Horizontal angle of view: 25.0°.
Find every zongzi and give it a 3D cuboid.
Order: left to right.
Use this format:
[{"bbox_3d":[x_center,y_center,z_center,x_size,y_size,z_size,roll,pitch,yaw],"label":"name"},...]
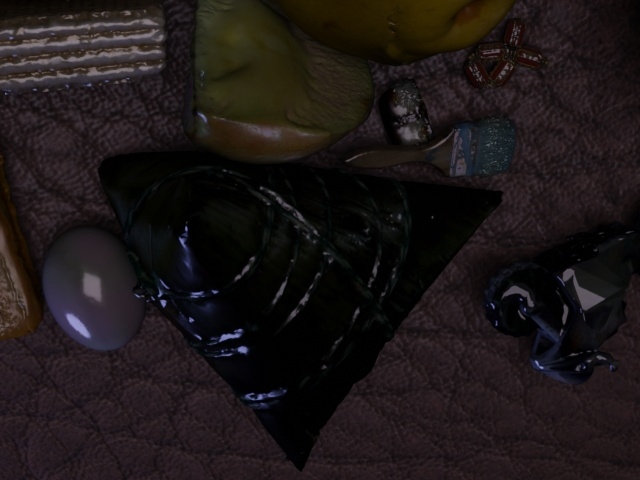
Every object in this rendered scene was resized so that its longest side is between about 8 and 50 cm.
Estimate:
[{"bbox_3d":[0.000,0.000,1.465,0.362,0.319,0.383,-44,119,-5],"label":"zongzi"}]

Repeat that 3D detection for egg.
[{"bbox_3d":[-0.234,0.050,1.497,0.103,0.103,0.135,-20,104,-1],"label":"egg"}]

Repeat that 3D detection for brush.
[{"bbox_3d":[0.112,-0.092,1.518,0.196,0.021,0.070,-5,123,-16],"label":"brush"}]

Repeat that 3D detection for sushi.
[{"bbox_3d":[0.090,-0.127,1.524,0.046,0.044,0.083,-21,102,-3],"label":"sushi"}]

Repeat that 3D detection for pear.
[{"bbox_3d":[0.058,-0.334,1.395,0.285,0.336,0.285,-12,145,-9],"label":"pear"}]

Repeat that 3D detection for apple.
[{"bbox_3d":[-0.047,-0.150,1.425,0.193,0.265,0.120,13,128,-15],"label":"apple"}]

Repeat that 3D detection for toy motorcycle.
[{"bbox_3d":[0.308,0.057,1.547,0.270,0.106,0.159,-23,105,-12],"label":"toy motorcycle"}]

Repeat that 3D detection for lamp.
[{"bbox_3d":[0.193,-0.191,1.531,0.083,0.031,0.063,-34,99,5],"label":"lamp"}]

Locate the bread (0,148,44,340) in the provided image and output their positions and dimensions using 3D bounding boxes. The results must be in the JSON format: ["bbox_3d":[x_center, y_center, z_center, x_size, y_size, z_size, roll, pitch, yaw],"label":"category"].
[{"bbox_3d":[-0.373,-0.023,1.486,0.139,0.077,0.270,-17,102,-6],"label":"bread"}]

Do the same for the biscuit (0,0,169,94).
[{"bbox_3d":[-0.363,-0.192,1.426,0.426,0.144,0.078,-6,114,-6],"label":"biscuit"}]
